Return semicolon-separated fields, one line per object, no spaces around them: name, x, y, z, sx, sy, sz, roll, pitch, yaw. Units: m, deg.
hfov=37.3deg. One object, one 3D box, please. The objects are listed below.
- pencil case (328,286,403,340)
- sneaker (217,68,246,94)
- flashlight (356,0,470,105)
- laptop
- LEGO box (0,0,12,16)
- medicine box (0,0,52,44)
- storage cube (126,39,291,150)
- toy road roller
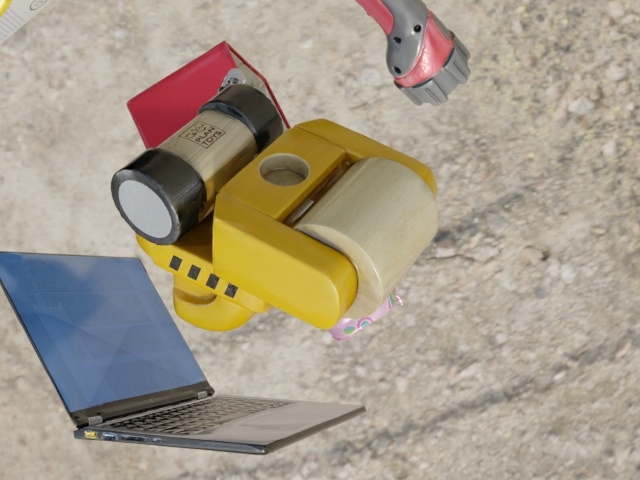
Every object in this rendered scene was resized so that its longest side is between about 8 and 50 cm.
pencil case;0.000;0.000;1.310;0.124;0.124;0.284;-21;109;36
sneaker;-0.125;-0.216;1.346;0.038;0.069;0.098;4;65;-2
flashlight;0.067;-0.291;1.173;0.103;0.304;0.103;17;73;53
laptop;-0.183;0.139;1.325;0.408;0.382;0.236;1;88;20
LEGO box;-0.546;-0.482;1.104;0.372;0.500;0.193;-48;26;16
medicine box;-0.511;-0.462;1.406;0.289;0.149;0.263;-41;94;-2
storage cube;-0.162;-0.169;1.529;0.193;0.184;0.215;-29;72;11
toy road roller;-0.051;0.001;1.038;0.330;0.202;0.240;24;137;21
